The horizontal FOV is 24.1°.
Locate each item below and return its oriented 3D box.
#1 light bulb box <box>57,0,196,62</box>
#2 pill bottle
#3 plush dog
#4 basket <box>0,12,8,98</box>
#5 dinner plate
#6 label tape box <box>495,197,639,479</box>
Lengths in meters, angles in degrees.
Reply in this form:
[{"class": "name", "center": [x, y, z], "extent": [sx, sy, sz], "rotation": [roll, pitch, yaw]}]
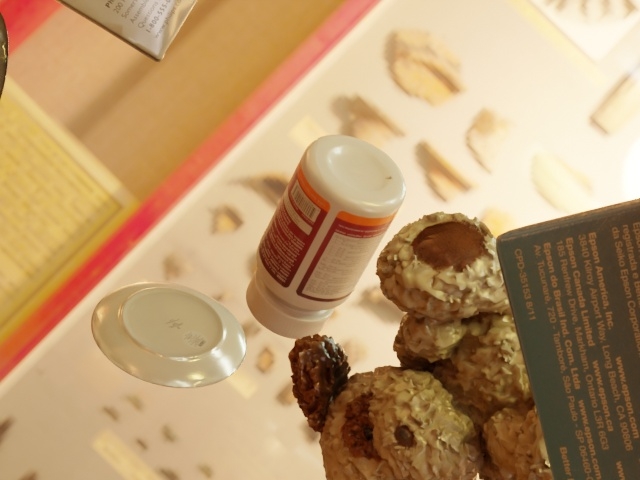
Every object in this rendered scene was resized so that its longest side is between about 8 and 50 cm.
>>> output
[{"class": "light bulb box", "center": [-0.219, -0.408, 1.277], "extent": [0.361, 0.358, 0.225], "rotation": [30, 4, -33]}, {"class": "pill bottle", "center": [0.000, 0.000, 1.666], "extent": [0.121, 0.121, 0.221], "rotation": [41, -50, 16]}, {"class": "plush dog", "center": [0.100, 0.137, 1.213], "extent": [0.262, 0.225, 0.210], "rotation": [56, 5, 11]}, {"class": "basket", "center": [-0.505, -0.208, 1.751], "extent": [0.154, 0.204, 0.227], "rotation": [21, 5, 42]}, {"class": "dinner plate", "center": [-0.133, 0.078, 1.335], "extent": [0.141, 0.141, 0.017], "rotation": [39, -50, 25]}, {"class": "label tape box", "center": [0.285, 0.078, 0.820], "extent": [0.347, 0.115, 0.249], "rotation": [-15, -93, 42]}]
